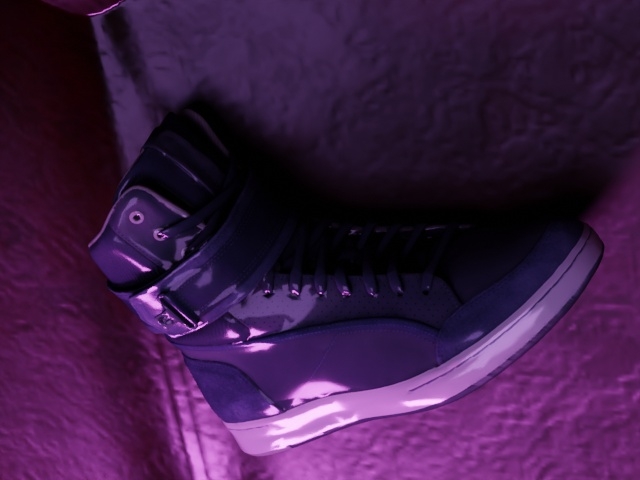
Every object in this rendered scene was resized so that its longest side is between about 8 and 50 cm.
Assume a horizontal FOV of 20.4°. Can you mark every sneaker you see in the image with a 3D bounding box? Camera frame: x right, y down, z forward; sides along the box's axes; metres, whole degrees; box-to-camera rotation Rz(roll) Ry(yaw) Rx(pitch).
[{"bbox_3d":[-0.001,0.001,0.803,0.226,0.086,0.163,-25,111,34],"label":"sneaker"}]
